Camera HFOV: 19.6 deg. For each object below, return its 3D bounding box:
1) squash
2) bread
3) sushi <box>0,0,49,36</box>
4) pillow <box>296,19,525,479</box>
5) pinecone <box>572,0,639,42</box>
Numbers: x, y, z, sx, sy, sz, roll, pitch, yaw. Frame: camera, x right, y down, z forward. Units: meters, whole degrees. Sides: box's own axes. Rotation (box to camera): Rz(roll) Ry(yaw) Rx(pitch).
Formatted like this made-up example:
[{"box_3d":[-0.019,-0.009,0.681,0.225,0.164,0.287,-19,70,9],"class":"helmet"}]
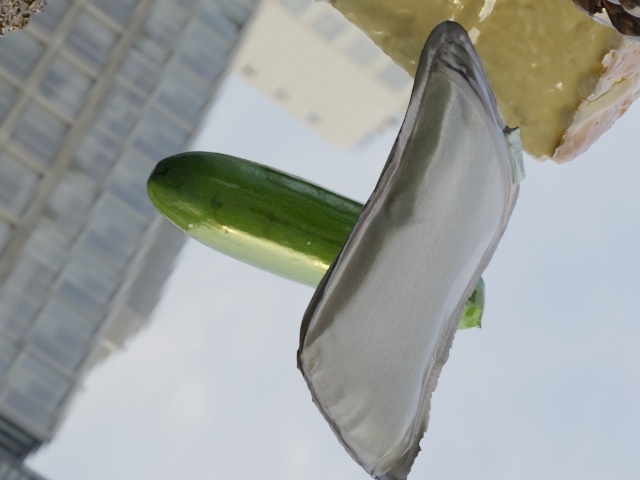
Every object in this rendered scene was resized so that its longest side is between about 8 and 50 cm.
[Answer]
[{"box_3d":[-0.001,-0.001,1.497,0.082,0.292,0.082,-159,-90,-86],"class":"squash"},{"box_3d":[0.245,-0.313,1.638,0.390,0.279,0.371,-39,164,-47],"class":"bread"},{"box_3d":[-0.238,-0.195,1.435,0.120,0.055,0.052,-52,170,-44],"class":"sushi"},{"box_3d":[0.050,0.005,0.911,0.038,0.131,0.233,3,-131,30],"class":"pillow"},{"box_3d":[0.254,-0.214,1.065,0.244,0.244,0.309,-32,-166,52],"class":"pinecone"}]
